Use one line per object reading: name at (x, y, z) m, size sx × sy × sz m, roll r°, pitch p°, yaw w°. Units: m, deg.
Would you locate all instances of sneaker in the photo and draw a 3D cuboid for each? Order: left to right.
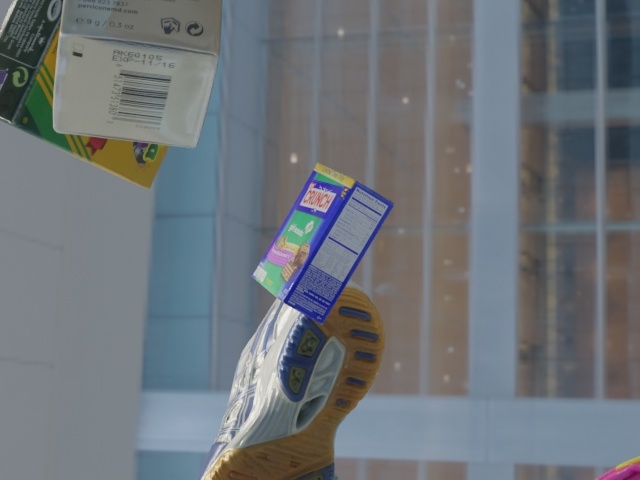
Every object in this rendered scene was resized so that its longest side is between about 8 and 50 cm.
sneaker at (-0.038, 0.161, 1.184) m, size 0.296 × 0.112 × 0.131 m, roll -60°, pitch 22°, yaw 10°

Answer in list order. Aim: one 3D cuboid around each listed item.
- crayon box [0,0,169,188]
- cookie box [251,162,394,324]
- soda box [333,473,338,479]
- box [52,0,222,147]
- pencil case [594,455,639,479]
crayon box at (-0.238, -0.187, 1.515) m, size 0.318 × 0.081 × 0.202 m, roll 26°, pitch -92°, yaw -62°
cookie box at (0.000, 0.000, 1.017) m, size 0.107 × 0.040 × 0.092 m, roll -59°, pitch 22°, yaw 0°
soda box at (-0.024, 0.320, 1.507) m, size 0.063 × 0.058 × 0.183 m, roll 50°, pitch -158°, yaw -20°
box at (-0.144, -0.248, 1.088) m, size 0.148 × 0.121 × 0.311 m, roll 115°, pitch 158°, yaw -61°
pencil case at (0.191, 0.188, 0.655) m, size 0.236 × 0.104 × 0.104 m, roll 40°, pitch -130°, yaw -50°
